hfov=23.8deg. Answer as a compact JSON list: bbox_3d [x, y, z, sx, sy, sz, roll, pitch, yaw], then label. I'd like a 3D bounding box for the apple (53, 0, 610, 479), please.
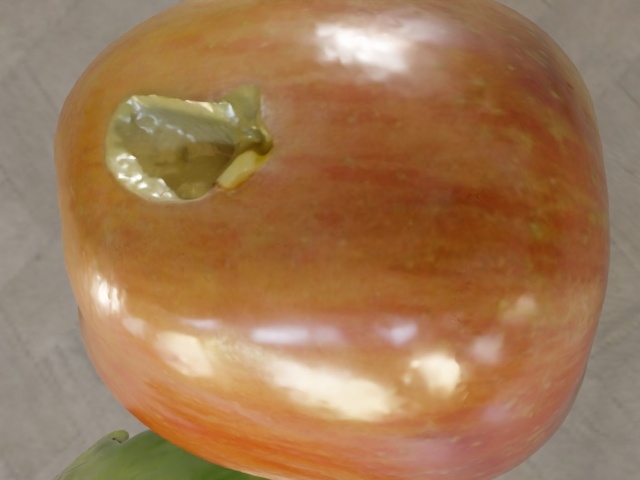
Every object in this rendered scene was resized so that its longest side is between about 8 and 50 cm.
[{"bbox_3d":[0.000,0.000,0.661,0.241,0.242,0.242,2,85,7],"label":"apple"}]

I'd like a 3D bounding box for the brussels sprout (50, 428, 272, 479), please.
[{"bbox_3d":[-0.071,0.245,0.903,0.371,0.276,0.315,-9,41,54],"label":"brussels sprout"}]
